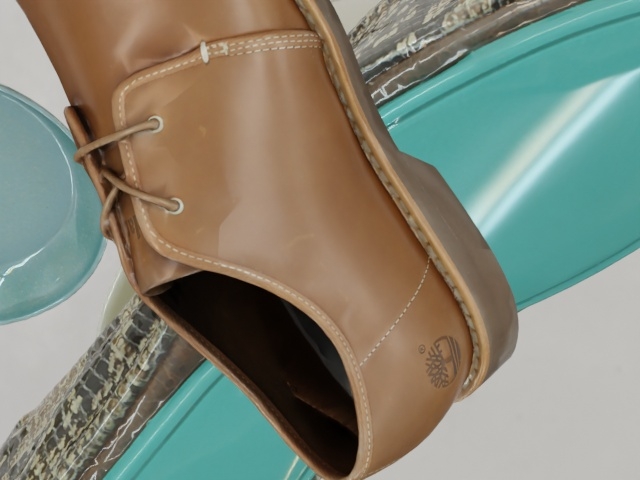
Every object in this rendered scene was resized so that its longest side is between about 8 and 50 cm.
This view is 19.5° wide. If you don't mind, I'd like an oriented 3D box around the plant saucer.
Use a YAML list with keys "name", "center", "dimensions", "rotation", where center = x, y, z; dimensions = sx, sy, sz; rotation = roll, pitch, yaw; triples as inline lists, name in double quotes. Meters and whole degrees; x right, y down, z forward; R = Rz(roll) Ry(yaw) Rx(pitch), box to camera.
- name: "plant saucer"
  center: [-0.134, -0.019, 0.667]
  dimensions: [0.119, 0.021, 0.119]
  rotation: [2, 131, 2]

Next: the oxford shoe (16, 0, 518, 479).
- name: "oxford shoe"
  center: [-0.034, -0.030, 0.474]
  dimensions: [0.212, 0.076, 0.076]
  rotation: [51, 141, -6]

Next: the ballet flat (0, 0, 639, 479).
- name: "ballet flat"
  center: [0.000, 0.000, 0.830]
  dimensions: [0.164, 0.182, 0.483]
  rotation: [30, 116, -34]
